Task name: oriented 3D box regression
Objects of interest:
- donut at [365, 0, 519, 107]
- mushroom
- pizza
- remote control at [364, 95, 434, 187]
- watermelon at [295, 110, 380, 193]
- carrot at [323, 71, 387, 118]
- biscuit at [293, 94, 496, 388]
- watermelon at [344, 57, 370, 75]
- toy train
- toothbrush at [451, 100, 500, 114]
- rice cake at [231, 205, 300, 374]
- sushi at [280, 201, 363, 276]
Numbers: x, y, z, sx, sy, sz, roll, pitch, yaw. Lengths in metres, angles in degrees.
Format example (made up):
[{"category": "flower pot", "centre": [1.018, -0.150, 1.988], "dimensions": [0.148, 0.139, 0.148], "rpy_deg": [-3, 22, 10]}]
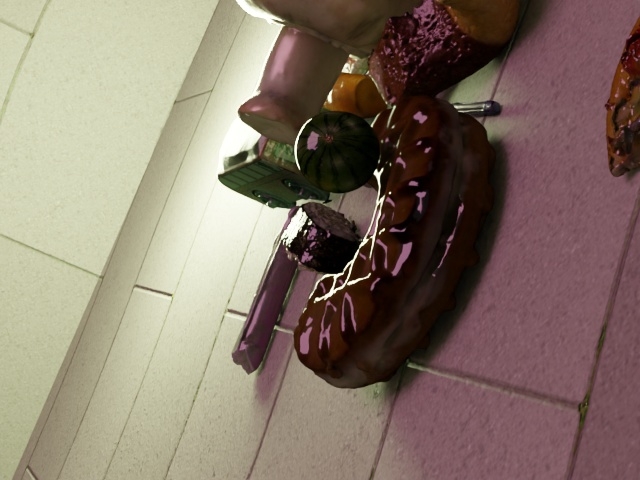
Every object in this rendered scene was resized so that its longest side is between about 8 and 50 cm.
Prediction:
[{"category": "donut", "centre": [0.170, -0.268, 1.657], "dimensions": [0.295, 0.151, 0.112], "rpy_deg": [116, 153, -49]}, {"category": "mushroom", "centre": [0.006, -0.338, 1.851], "dimensions": [0.356, 0.315, 0.315], "rpy_deg": [-42, 1, -38]}, {"category": "pizza", "centre": [0.321, -0.173, 1.223], "dimensions": [0.193, 0.053, 0.201], "rpy_deg": [-32, 37, 60]}, {"category": "remote control", "centre": [0.118, -0.176, 1.852], "dimensions": [0.245, 0.022, 0.077], "rpy_deg": [-57, 17, 22]}, {"category": "watermelon", "centre": [0.021, -0.102, 1.550], "dimensions": [0.109, 0.109, 0.109], "rpy_deg": [-54, 21, 32]}, {"category": "carrot", "centre": [0.036, -0.217, 2.037], "dimensions": [0.087, 0.087, 0.193], "rpy_deg": [-68, 17, -9]}, {"category": "biscuit", "centre": [0.092, -0.007, 1.561], "dimensions": [0.268, 0.115, 0.366], "rpy_deg": [-30, 40, 62]}, {"category": "watermelon", "centre": [0.042, -0.344, 2.127], "dimensions": [0.098, 0.158, 0.121], "rpy_deg": [-54, -6, 32]}, {"category": "toy train", "centre": [-0.064, -0.131, 2.093], "dimensions": [0.129, 0.159, 0.326], "rpy_deg": [-67, 17, -12]}, {"category": "toothbrush", "centre": [0.172, -0.163, 1.690], "dimensions": [0.016, 0.019, 0.219], "rpy_deg": [-69, 19, -4]}, {"category": "rice cake", "centre": [-0.071, 0.071, 2.026], "dimensions": [0.055, 0.049, 0.270], "rpy_deg": [94, -163, -77]}, {"category": "sushi", "centre": [0.000, 0.000, 1.854], "dimensions": [0.078, 0.090, 0.150], "rpy_deg": [-65, 19, 14]}]
